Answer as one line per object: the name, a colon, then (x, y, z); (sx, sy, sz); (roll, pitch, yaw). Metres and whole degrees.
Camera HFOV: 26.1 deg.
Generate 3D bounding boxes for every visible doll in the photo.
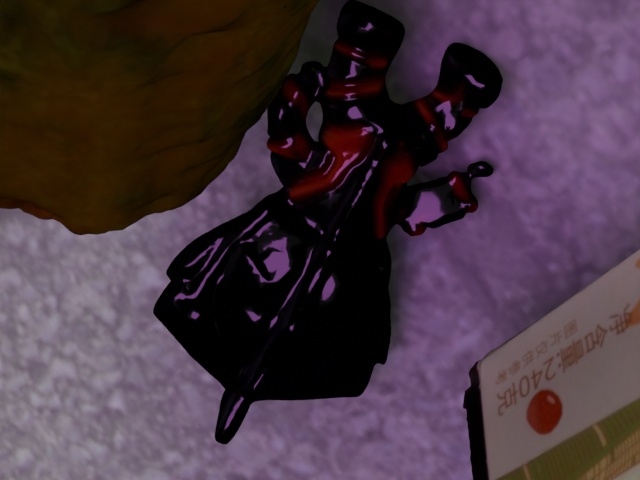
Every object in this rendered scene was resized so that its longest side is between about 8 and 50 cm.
doll: (0.002, 0.000, 0.734); (0.127, 0.088, 0.249); (29, 109, 15)

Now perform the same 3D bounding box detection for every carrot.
carrot: (-0.095, -0.169, 0.585); (0.241, 0.241, 0.341); (38, 142, 9)

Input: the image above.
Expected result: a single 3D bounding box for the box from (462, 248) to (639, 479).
box: (0.236, 0.111, 0.494); (0.122, 0.345, 0.385); (27, 131, -29)
